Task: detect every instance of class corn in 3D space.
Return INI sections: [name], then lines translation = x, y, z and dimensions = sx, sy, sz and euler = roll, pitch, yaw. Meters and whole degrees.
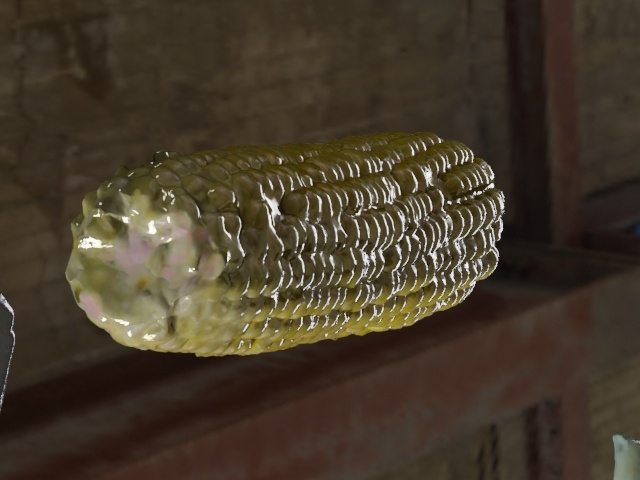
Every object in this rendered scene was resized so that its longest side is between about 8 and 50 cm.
[corn]
translation = 0.000, 0.000, 0.682
dimensions = 0.288, 0.086, 0.087
euler = -8, -77, -63

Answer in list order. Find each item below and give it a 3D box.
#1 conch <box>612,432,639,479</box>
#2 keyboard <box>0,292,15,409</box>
[conch]
translation = 0.177, 0.137, 0.545
dimensions = 0.172, 0.131, 0.200
euler = -31, -90, -10
[keyboard]
translation = -0.231, 0.113, 0.921
dimensions = 0.016, 0.106, 0.262
euler = -76, 4, -53
